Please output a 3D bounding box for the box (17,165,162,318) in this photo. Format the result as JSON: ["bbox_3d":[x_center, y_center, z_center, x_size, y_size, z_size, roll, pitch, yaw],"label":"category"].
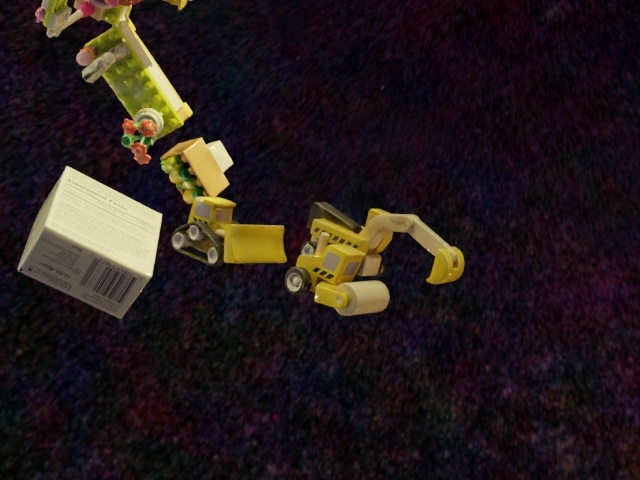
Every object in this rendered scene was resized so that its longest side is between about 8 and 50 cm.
[{"bbox_3d":[-0.252,0.001,1.128,0.126,0.137,0.072,28,116,-18],"label":"box"}]

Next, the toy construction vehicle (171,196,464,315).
[{"bbox_3d":[0.000,0.000,0.430,0.098,0.086,0.035,21,104,41],"label":"toy construction vehicle"}]

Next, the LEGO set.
[{"bbox_3d":[-0.141,-0.146,0.762,0.132,0.107,0.287,8,119,9],"label":"LEGO set"}]
